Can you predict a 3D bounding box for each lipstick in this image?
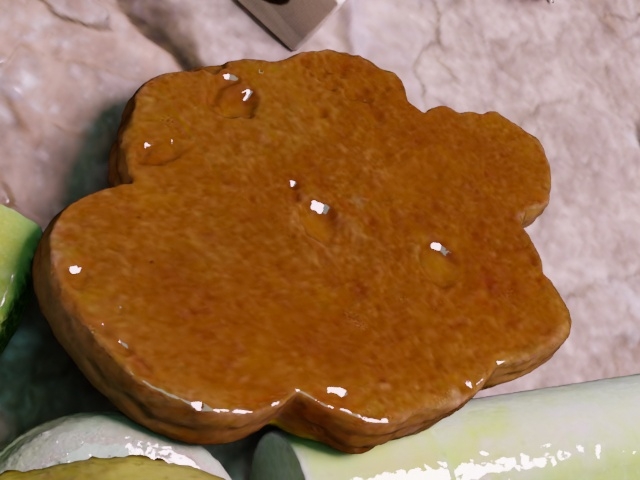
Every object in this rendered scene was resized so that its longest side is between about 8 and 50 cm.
[{"bbox_3d":[0.118,0.104,0.789,0.304,0.076,0.076,-4,76,-25],"label":"lipstick"}]

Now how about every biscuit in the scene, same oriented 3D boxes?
[{"bbox_3d":[0.000,0.000,0.763,0.290,0.041,0.208,-21,66,-38],"label":"biscuit"}]

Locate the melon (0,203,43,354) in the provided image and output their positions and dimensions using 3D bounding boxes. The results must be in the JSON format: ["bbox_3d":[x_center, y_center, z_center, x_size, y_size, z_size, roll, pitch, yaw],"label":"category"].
[{"bbox_3d":[-0.210,0.032,0.678,0.209,0.064,0.118,-29,82,-30],"label":"melon"}]

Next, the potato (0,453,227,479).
[{"bbox_3d":[-0.123,0.177,0.591,0.271,0.111,0.160,-9,107,-13],"label":"potato"}]

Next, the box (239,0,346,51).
[{"bbox_3d":[-0.048,-0.243,0.828,0.256,0.069,0.164,43,62,-6],"label":"box"}]

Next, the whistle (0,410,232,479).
[{"bbox_3d":[-0.137,0.139,0.675,0.258,0.067,0.126,-6,89,-21],"label":"whistle"}]

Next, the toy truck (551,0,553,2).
[{"bbox_3d":[0.136,-0.209,0.893,0.080,0.078,0.154,35,64,-8],"label":"toy truck"}]
